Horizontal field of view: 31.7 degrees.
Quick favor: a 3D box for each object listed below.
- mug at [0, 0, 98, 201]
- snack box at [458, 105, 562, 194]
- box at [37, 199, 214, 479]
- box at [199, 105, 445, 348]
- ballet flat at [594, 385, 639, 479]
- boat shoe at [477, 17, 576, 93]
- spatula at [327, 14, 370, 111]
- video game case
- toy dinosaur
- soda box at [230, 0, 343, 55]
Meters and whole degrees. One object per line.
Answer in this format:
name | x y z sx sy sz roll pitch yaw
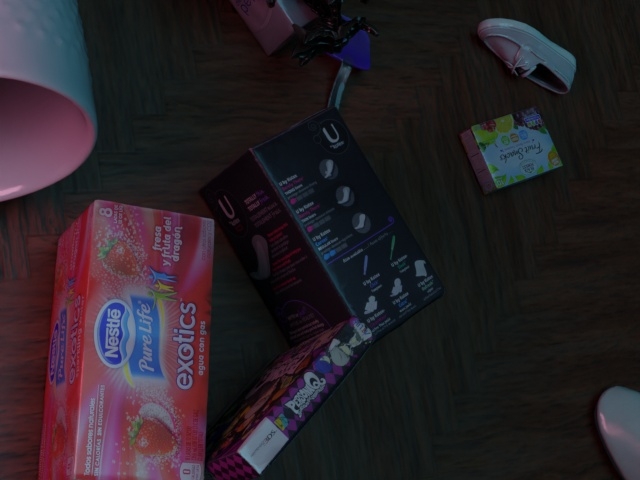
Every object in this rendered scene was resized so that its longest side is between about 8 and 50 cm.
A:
mug | -0.440 -0.228 1.177 0.374 0.276 0.328 -12 68 -2
snack box | 0.283 -0.134 1.670 0.141 0.037 0.100 -20 86 -33
box | -0.213 0.124 1.235 0.142 0.154 0.300 10 71 -26
box | 0.000 0.000 1.388 0.143 0.165 0.270 -32 91 -33
ballet flat | 0.543 0.371 1.598 0.139 0.139 0.400 -31 90 -33
boat shoe | 0.315 -0.278 1.727 0.184 0.066 0.063 25 62 -31
spatula | 0.023 -0.189 1.543 0.084 0.030 0.296 19 65 -26
video game case | -0.061 0.190 1.252 0.042 0.232 0.210 47 58 -6
toy dinosaur | -0.004 -0.366 1.416 0.322 0.164 0.218 -20 68 -11
soda box | -0.101 -0.398 1.506 0.098 0.091 0.286 -38 94 -33
